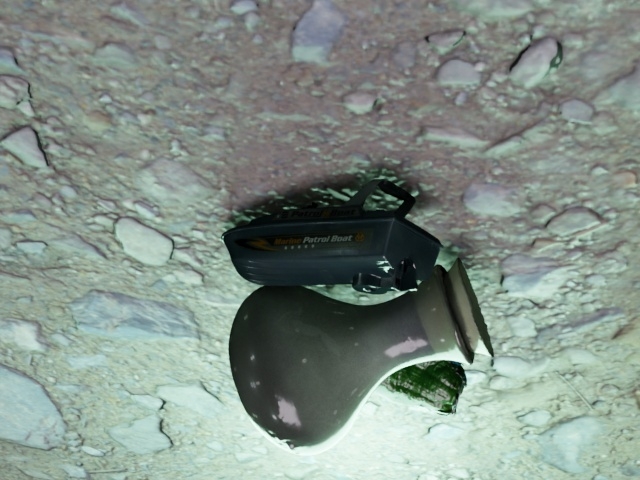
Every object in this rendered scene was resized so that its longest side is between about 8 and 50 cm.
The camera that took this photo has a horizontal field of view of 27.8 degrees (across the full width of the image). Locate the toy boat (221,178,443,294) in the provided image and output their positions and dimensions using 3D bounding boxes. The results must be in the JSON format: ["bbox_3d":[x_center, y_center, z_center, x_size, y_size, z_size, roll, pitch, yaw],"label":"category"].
[{"bbox_3d":[0.000,0.000,1.242,0.246,0.103,0.093,-2,161,38],"label":"toy boat"}]

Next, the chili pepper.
[{"bbox_3d":[0.053,0.141,1.451,0.224,0.061,0.098,12,127,1],"label":"chili pepper"}]

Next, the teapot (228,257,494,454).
[{"bbox_3d":[0.041,0.106,1.309,0.251,0.183,0.183,-20,140,10],"label":"teapot"}]
